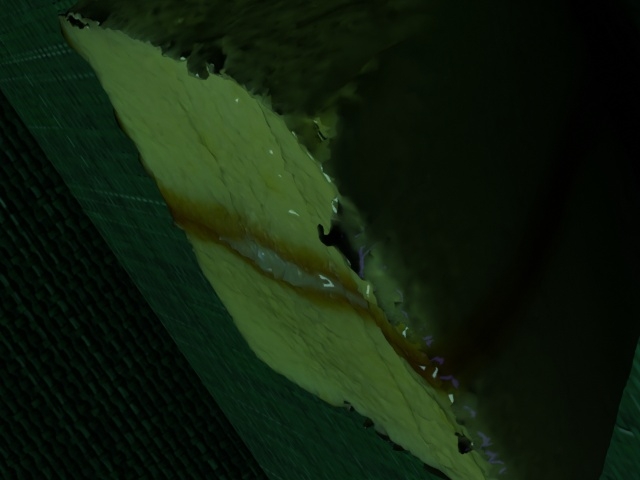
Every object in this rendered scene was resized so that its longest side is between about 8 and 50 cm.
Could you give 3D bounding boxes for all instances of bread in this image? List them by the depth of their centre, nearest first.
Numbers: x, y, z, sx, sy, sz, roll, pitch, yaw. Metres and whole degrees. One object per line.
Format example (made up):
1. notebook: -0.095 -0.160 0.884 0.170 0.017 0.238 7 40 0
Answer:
1. bread: 0.000 0.000 0.809 0.236 0.198 0.263 -4 129 33
